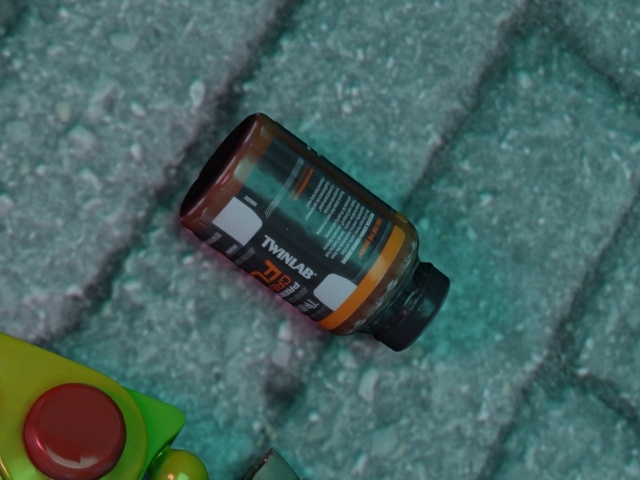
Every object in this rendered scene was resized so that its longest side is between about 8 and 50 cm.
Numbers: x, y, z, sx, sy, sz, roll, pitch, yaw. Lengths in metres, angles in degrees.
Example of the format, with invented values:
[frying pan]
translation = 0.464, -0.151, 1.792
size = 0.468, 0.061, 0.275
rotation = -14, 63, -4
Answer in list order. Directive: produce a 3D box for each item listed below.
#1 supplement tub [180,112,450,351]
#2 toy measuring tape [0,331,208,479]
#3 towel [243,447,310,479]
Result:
[supplement tub]
translation = 0.000, 0.000, 1.414
size = 0.198, 0.106, 0.106
rotation = 36, 68, -10
[toy measuring tape]
translation = -0.235, 0.124, 1.296
size = 0.330, 0.121, 0.121
rotation = 23, 71, -7
[towel]
translation = 0.023, 0.319, 1.289
size = 0.324, 0.056, 0.312
rotation = 47, 29, -5
